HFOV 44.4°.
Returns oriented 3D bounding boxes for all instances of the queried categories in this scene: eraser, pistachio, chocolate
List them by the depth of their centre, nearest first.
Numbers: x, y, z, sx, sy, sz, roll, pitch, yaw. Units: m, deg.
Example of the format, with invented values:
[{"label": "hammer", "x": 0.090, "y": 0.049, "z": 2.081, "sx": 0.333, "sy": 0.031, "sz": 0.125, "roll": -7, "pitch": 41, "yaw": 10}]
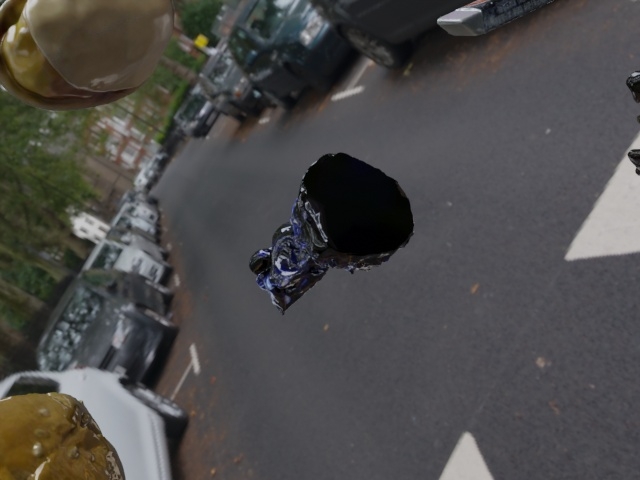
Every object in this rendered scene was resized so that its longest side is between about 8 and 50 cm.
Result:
[{"label": "eraser", "x": 0.117, "y": -0.149, "z": 0.493, "sx": 0.099, "sy": 0.019, "sz": 0.027, "roll": -29, "pitch": 26, "yaw": -22}, {"label": "chocolate", "x": -0.004, "y": 0.001, "z": 0.928, "sx": 0.343, "sy": 0.126, "sz": 0.149, "roll": 139, "pitch": 133, "yaw": -69}, {"label": "pistachio", "x": -0.309, "y": -0.275, "z": 1.050, "sx": 0.187, "sy": 0.187, "sz": 0.299, "roll": -49, "pitch": 2, "yaw": 35}]

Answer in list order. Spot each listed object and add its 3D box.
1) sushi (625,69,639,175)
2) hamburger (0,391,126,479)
[{"label": "sushi", "x": 0.350, "y": -0.062, "z": 0.384, "sx": 0.281, "sy": 0.299, "sz": 0.294, "roll": -45, "pitch": 30, "yaw": -8}, {"label": "hamburger", "x": -0.146, "y": 0.183, "z": 0.382, "sx": 0.208, "sy": 0.155, "sz": 0.135, "roll": 50, "pitch": 143, "yaw": 33}]
